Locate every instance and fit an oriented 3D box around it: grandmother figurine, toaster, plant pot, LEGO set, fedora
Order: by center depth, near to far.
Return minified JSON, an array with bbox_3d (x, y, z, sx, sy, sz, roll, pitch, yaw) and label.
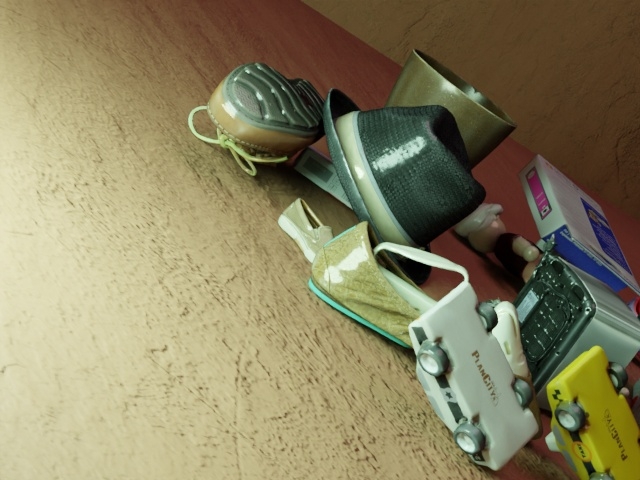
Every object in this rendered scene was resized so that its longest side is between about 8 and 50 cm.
[{"bbox_3d":[0.326,0.121,1.666,0.110,0.185,0.168,25,18,-23],"label":"toaster"},{"bbox_3d":[0.134,-0.101,1.762,0.334,0.152,0.334,57,17,-28],"label":"fedora"},{"bbox_3d":[0.270,0.102,1.875,0.054,0.023,0.083,8,14,-36],"label":"LEGO set"},{"bbox_3d":[0.174,-0.166,2.097,0.215,0.230,0.215,35,14,-10],"label":"plant pot"},{"bbox_3d":[0.367,0.049,2.163,0.342,0.104,0.208,42,-12,29],"label":"grandmother figurine"}]

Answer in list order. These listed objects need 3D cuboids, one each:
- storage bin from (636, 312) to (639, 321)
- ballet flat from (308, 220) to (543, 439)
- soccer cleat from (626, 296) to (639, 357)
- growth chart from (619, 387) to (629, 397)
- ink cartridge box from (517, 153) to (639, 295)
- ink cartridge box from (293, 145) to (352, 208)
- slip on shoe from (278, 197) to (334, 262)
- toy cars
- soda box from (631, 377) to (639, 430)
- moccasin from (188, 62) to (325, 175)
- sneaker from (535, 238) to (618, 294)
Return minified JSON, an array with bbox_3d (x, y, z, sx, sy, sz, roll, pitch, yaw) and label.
[{"bbox_3d":[0.609,0.154,2.019,0.180,0.084,0.122,39,15,9],"label":"storage bin"},{"bbox_3d":[0.149,0.095,1.455,0.342,0.124,0.116,37,15,1],"label":"ballet flat"},{"bbox_3d":[0.634,0.209,2.265,0.248,0.095,0.083,42,16,20],"label":"soccer cleat"},{"bbox_3d":[0.379,0.190,1.892,0.237,0.021,0.172,14,26,-51],"label":"growth chart"},{"bbox_3d":[0.460,-0.017,2.232,0.176,0.069,0.371,37,18,-17],"label":"ink cartridge box"},{"bbox_3d":[0.025,-0.094,1.943,0.145,0.045,0.179,35,3,-5],"label":"ink cartridge box"},{"bbox_3d":[0.000,0.000,1.567,0.051,0.041,0.135,18,24,-51],"label":"slip on shoe"},{"bbox_3d":[0.227,0.182,1.374,0.394,0.176,0.087,25,-22,-32],"label":"toy cars"},{"bbox_3d":[0.546,0.250,1.935,0.091,0.098,0.286,38,15,8],"label":"soda box"},{"bbox_3d":[-0.086,-0.161,1.713,0.139,0.147,0.380,51,11,-2],"label":"moccasin"},{"bbox_3d":[0.487,0.067,2.342,0.281,0.105,0.115,23,20,-45],"label":"sneaker"}]
